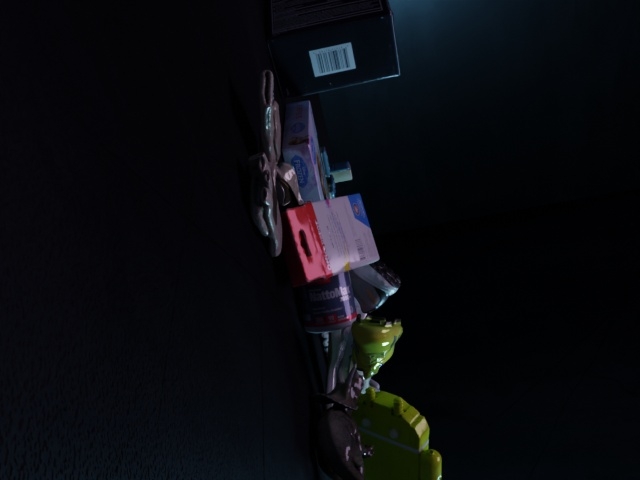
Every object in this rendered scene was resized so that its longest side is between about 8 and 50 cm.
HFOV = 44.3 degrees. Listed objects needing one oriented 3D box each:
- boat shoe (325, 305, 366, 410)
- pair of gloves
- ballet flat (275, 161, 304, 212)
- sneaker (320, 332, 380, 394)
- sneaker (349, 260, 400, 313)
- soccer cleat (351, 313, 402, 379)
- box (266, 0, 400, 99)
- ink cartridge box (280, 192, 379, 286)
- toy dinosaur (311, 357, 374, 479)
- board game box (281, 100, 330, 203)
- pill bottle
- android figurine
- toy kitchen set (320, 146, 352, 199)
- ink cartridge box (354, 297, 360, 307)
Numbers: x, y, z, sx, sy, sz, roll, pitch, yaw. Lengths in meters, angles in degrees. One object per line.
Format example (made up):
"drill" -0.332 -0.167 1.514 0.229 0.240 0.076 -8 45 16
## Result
"boat shoe" 0.061 0.274 1.660 0.098 0.096 0.276 -27 120 -88
"pair of gloves" -0.086 -0.113 1.222 0.204 0.042 0.240 84 4 -68
"ballet flat" -0.062 -0.071 1.486 0.052 0.057 0.168 -57 141 -41
"sneaker" 0.069 0.262 1.877 0.110 0.118 0.292 -83 161 -69
"sneaker" 0.034 0.042 1.620 0.271 0.108 0.100 42 16 22
"soccer cleat" 0.103 0.206 1.494 0.289 0.094 0.121 70 28 -80
"box" 0.027 -0.523 1.938 0.294 0.297 0.182 -95 173 -45
"ink cartridge box" 0.000 0.000 1.397 0.231 0.078 0.134 -14 87 -54
"toy dinosaur" 0.032 0.367 1.395 0.313 0.121 0.160 -81 149 -63
"board game box" -0.025 -0.136 1.892 0.318 0.066 0.317 -92 170 -62
"pill bottle" 0.005 0.081 1.533 0.108 0.108 0.180 -59 138 -83
"android figurine" 0.129 0.410 1.556 0.056 0.248 0.272 -34 132 -47
"toy kitchen set" 0.024 -0.224 2.330 0.207 0.122 0.166 -91 170 -63
"ink cartridge box" 0.082 0.220 2.273 0.217 0.092 0.158 77 5 -55
